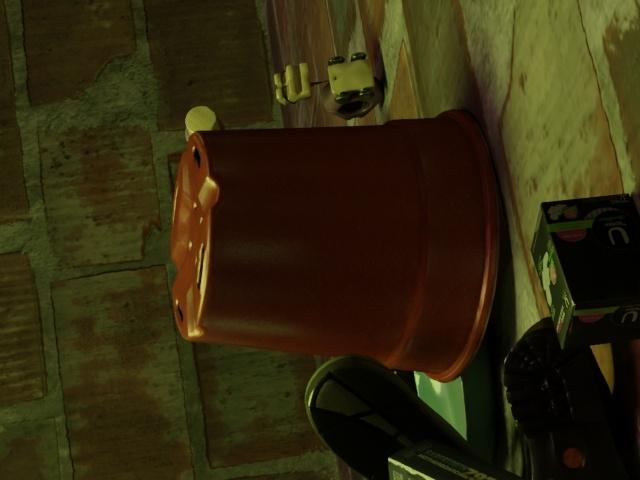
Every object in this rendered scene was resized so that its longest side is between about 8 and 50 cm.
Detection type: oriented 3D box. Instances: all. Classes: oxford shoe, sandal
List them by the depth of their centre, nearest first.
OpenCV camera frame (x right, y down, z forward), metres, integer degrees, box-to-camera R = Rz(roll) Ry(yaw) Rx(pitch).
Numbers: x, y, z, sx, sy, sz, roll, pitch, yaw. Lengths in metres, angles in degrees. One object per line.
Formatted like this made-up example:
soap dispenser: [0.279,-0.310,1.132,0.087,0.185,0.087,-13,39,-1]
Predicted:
oxford shoe: [0.188,0.161,1.028,0.096,0.082,0.227,-44,-52,-68]
sandal: [0.096,0.218,1.385,0.303,0.120,0.086,55,-178,-19]

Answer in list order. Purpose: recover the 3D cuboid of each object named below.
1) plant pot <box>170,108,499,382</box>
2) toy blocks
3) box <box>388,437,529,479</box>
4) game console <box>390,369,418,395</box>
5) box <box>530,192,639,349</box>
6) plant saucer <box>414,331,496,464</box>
plant pot: [0.000,0.000,1.383,0.272,0.265,0.272,-178,90,-74]
toy blocks: [-0.036,-0.048,1.964,0.260,0.288,0.309,79,-178,-72]
box: [0.147,0.314,1.278,0.183,0.059,0.233,17,119,52]
game console: [0.137,0.232,1.947,0.107,0.071,0.122,-2,-96,-65]
box: [0.177,0.019,0.915,0.052,0.062,0.083,92,170,-53]
plant saucer: [0.143,0.131,1.564,0.317,0.043,0.318,173,90,-85]
